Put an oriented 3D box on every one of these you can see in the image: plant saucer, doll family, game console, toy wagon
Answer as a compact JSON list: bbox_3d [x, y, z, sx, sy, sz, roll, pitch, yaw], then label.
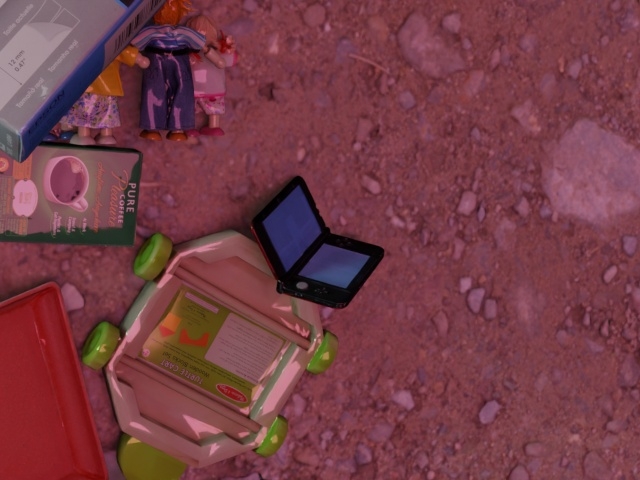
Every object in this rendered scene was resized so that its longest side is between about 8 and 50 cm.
[{"bbox_3d":[-0.370,0.204,1.285,0.258,0.048,0.259,-26,112,-42],"label":"plant saucer"},{"bbox_3d":[-0.196,-0.189,1.282,0.263,0.118,0.163,-4,102,-22],"label":"doll family"},{"bbox_3d":[0.000,0.000,1.384,0.144,0.124,0.085,-49,149,-53],"label":"game console"},{"bbox_3d":[-0.149,0.160,1.401,0.267,0.068,0.344,32,88,-24],"label":"toy wagon"}]

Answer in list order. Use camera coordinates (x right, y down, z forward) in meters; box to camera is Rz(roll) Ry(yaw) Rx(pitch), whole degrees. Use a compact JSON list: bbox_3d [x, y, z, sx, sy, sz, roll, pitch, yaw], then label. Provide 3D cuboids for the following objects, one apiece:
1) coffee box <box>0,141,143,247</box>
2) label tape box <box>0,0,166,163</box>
[{"bbox_3d":[-0.293,-0.052,1.312,0.184,0.040,0.113,1,100,-22],"label":"coffee box"},{"bbox_3d":[-0.344,-0.282,1.136,0.348,0.115,0.249,39,74,-5],"label":"label tape box"}]
